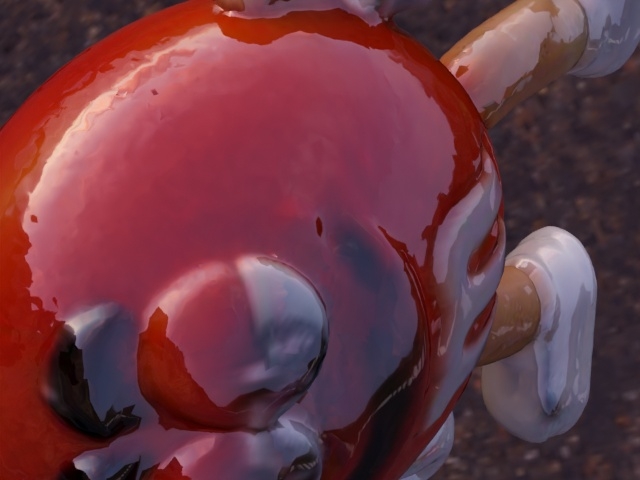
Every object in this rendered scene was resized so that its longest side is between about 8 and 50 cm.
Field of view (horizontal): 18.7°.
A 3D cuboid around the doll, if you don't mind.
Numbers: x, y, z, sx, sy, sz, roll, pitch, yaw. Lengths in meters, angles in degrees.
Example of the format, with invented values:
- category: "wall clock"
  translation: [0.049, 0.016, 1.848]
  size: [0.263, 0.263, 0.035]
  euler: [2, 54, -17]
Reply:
- category: "doll"
  translation: [0.000, 0.000, 0.416]
  size: [0.217, 0.085, 0.183]
  euler: [-15, 122, -43]
